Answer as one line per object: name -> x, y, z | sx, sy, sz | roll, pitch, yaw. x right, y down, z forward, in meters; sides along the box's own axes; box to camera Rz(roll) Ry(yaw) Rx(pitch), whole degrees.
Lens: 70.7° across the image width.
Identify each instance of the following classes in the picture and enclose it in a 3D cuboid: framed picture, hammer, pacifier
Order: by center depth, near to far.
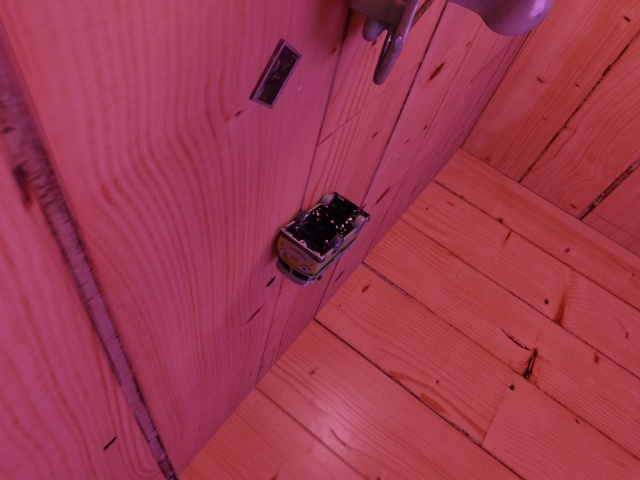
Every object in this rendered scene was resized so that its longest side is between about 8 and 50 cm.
pacifier -> 0.189, -0.369, 0.621 | 0.343, 0.269, 0.288 | 117, -10, -46
framed picture -> -0.061, -0.229, 0.629 | 0.089, 0.007, 0.066 | -57, 167, 14
hammer -> 0.217, -0.485, 0.952 | 0.182, 0.017, 0.062 | -52, 167, -4

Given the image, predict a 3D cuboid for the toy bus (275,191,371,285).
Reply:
toy bus -> 0.000, 0.000, 1.159 | 0.276, 0.134, 0.164 | -39, 160, -50
